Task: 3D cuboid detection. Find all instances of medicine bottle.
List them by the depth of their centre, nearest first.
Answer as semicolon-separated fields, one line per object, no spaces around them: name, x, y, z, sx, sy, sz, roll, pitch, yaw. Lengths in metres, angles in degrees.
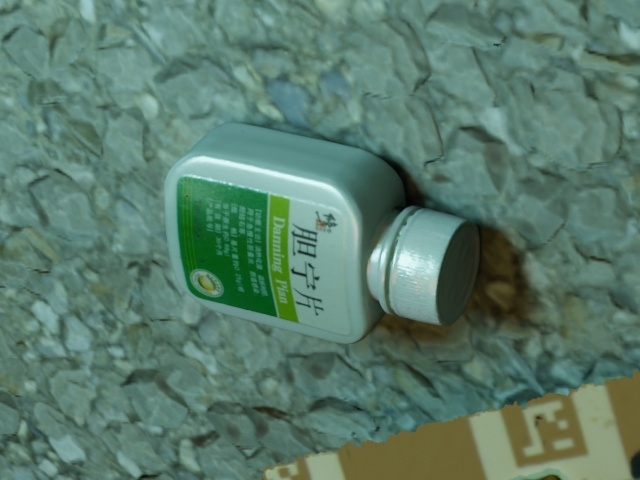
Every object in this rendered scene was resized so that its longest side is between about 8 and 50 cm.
medicine bottle;0.000;0.000;1.159;0.183;0.069;0.119;13;125;23

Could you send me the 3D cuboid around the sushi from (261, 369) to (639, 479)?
sushi;0.162;0.263;1.228;0.296;0.100;0.373;-17;99;18
